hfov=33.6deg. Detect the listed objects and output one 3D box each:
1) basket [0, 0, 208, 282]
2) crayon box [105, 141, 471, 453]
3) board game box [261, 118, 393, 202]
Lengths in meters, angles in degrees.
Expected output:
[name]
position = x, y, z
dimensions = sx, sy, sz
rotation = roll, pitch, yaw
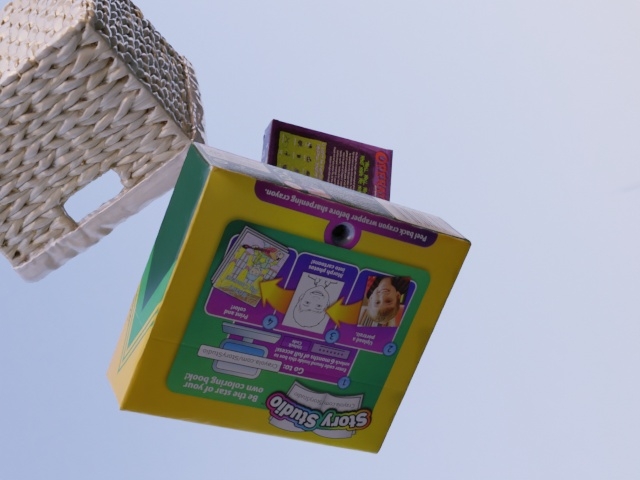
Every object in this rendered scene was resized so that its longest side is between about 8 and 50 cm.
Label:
[basket]
position = -0.366, -0.181, 1.501
dimensions = 0.266, 0.328, 0.331
rotation = 50, -168, -33
[crayon box]
position = -0.038, 0.083, 1.309
dimensions = 0.363, 0.313, 0.106
rotation = 16, -165, -27
[board game box]
position = 0.000, 0.000, 1.592
dimensions = 0.208, 0.056, 0.346
rotation = 12, -114, -14
